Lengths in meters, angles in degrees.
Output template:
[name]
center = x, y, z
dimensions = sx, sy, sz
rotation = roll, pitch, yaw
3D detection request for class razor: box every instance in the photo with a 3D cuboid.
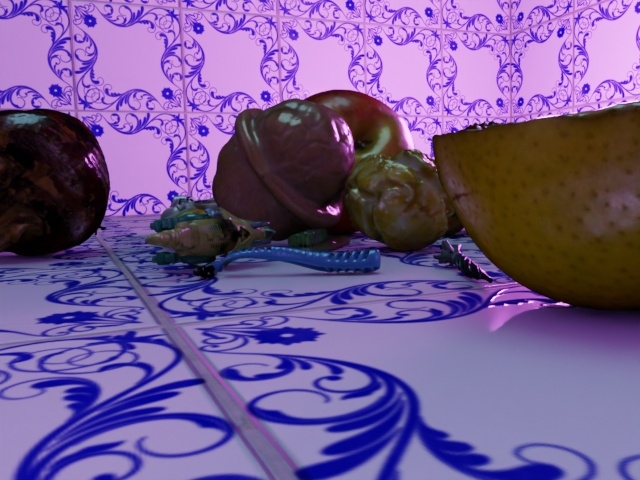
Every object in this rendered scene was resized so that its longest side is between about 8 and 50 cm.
[razor]
center = -0.044, 0.028, 0.842
dimensions = 0.253, 0.042, 0.082
rotation = -1, 4, 4

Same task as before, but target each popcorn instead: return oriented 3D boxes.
[popcorn]
center = 0.142, -0.075, 1.112
dimensions = 0.204, 0.183, 0.221
rotation = 26, -7, -22

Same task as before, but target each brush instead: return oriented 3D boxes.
[brush]
center = 0.000, 0.000, 1.131
dimensions = 0.054, 0.048, 0.282
rotation = -2, 3, 16

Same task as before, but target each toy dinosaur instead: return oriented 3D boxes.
[toy dinosaur]
center = -0.190, -0.002, 0.906
dimensions = 0.153, 0.094, 0.259
rotation = -8, -2, 31

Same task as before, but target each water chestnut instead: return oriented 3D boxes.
[water chestnut]
center = -0.585, -0.094, 1.170
dimensions = 0.335, 0.335, 0.347
rotation = 0, 35, 19

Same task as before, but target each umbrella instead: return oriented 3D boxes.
[umbrella]
center = 0.183, 0.024, 0.818
dimensions = 0.044, 0.044, 0.269
rotation = -32, 3, 3

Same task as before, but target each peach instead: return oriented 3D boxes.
[peach]
center = 0.045, -0.183, 1.508
dimensions = 0.388, 0.388, 0.388
rotation = -2, 5, 0

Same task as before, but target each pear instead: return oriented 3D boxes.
[pear]
center = 0.282, -0.034, 0.578
dimensions = 0.340, 0.191, 0.386
rotation = -6, 6, -2

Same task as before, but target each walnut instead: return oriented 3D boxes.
[walnut]
center = -0.068, -0.134, 1.188
dimensions = 0.296, 0.285, 0.285
rotation = -38, -6, 17

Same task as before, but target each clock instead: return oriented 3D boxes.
[clock]
center = -0.248, -0.037, 1.289
dimensions = 0.144, 0.103, 0.231
rotation = 12, 14, 35

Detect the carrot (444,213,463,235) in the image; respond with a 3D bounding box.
[carrot]
center = 0.349, -0.132, 1.310
dimensions = 0.078, 0.298, 0.078
rotation = 34, 19, -13

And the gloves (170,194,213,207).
[gloves]
center = -0.317, -0.075, 1.722
dimensions = 0.212, 0.127, 0.111
rotation = 14, 46, -16

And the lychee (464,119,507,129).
[lychee]
center = 0.398, -0.154, 1.463
dimensions = 0.264, 0.264, 0.300
rotation = -6, 1, -39
